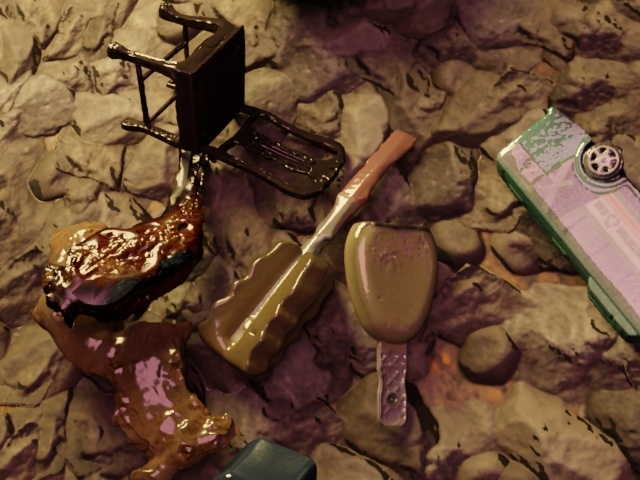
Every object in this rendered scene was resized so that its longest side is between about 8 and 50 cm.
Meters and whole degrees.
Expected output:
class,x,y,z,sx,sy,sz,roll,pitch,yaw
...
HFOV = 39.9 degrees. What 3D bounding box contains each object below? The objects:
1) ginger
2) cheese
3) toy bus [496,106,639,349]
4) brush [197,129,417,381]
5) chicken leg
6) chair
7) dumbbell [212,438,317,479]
class,x,y,z,sx,sy,sz,roll,pitch,yaw
ginger,-0.190,0.094,0.847,0.122,0.084,0.290,-35,70,-4
cheese,0.067,0.078,0.833,0.097,0.037,0.192,5,79,-23
toy bus,0.275,-0.004,0.820,0.109,0.091,0.261,-36,68,6
brush,0.000,0.000,0.868,0.084,0.071,0.301,33,73,21
chicken leg,-0.162,-0.006,0.855,0.106,0.051,0.253,32,51,6
chair,-0.085,-0.140,0.889,0.229,0.113,0.106,20,47,15
dumbbell,0.048,0.286,0.715,0.316,0.143,0.156,20,74,13
